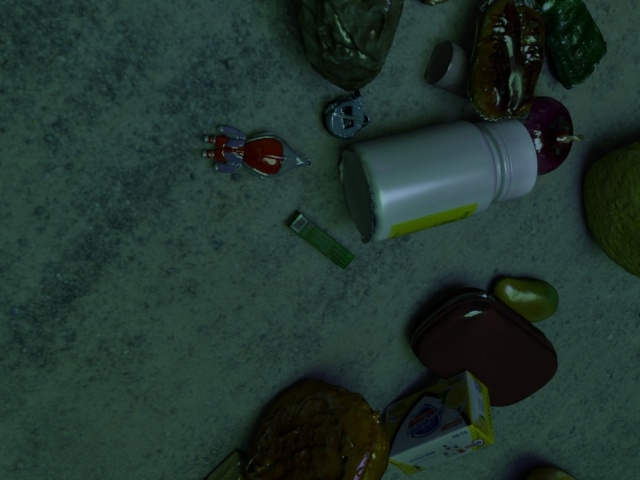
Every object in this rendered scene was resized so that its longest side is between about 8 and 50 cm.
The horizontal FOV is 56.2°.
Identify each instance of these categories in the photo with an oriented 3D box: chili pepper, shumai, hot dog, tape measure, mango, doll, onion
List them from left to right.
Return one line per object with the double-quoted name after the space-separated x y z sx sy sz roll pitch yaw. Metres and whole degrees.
-0.127 -0.175 1.225 0.227 0.075 0.102 6 99 -10 "doll"
0.003 -0.450 1.088 0.288 0.292 0.330 13 144 -3 "shumai"
0.053 -0.259 1.263 0.094 0.054 0.091 -31 118 -15 "tape measure"
0.383 -0.368 1.216 0.162 0.082 0.271 9 89 -22 "hot dog"
0.530 0.154 1.564 0.191 0.086 0.122 9 121 -10 "mango"
0.496 -0.236 1.363 0.177 0.153 0.177 -3 107 -10 "onion"
0.524 -0.474 1.309 0.136 0.099 0.270 -42 120 14 "chili pepper"

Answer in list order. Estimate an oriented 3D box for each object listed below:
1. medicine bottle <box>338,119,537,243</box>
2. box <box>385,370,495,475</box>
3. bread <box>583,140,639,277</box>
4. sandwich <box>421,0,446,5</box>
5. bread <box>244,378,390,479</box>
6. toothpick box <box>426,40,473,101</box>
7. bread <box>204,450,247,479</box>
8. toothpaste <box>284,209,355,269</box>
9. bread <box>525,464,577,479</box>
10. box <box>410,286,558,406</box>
0.246 -0.139 1.283 0.378 0.213 0.214 -15 114 -11 "medicine bottle"
0.292 0.457 1.497 0.265 0.168 0.097 -33 117 30 "box"
0.841 -0.102 1.426 0.307 0.348 0.348 -28 116 -12 "bread"
0.296 -0.613 1.190 0.226 0.087 0.251 -14 114 -13 "sandwich"
-0.003 0.517 1.383 0.204 0.336 0.358 43 67 -36 "bread"
0.315 -0.356 1.286 0.148 0.098 0.098 15 105 -22 "toothpick box"
-0.212 0.696 1.510 0.246 0.111 0.239 -43 116 2 "bread"
0.000 0.000 1.355 0.178 0.037 0.043 38 92 -26 "toothpaste"
0.729 0.858 1.755 0.424 0.329 0.245 37 96 -32 "bread"
0.420 0.279 1.533 0.404 0.108 0.263 36 114 -26 "box"
